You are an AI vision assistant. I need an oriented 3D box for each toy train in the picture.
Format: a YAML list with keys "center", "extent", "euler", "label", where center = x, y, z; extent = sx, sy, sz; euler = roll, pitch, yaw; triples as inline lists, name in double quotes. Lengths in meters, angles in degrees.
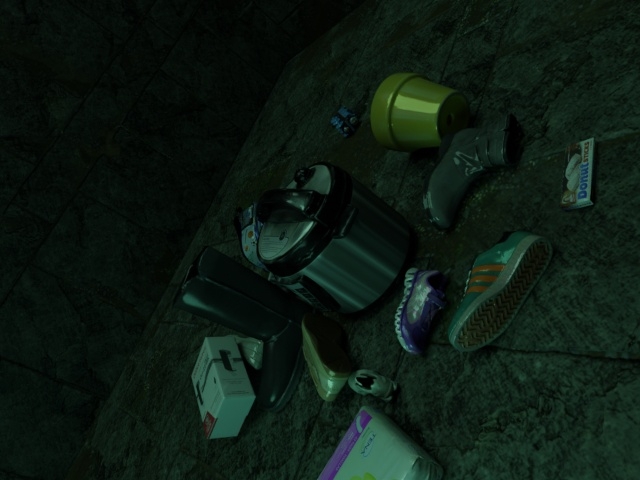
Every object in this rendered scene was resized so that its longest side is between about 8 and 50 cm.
- center: [0.114, -0.543, 2.236]
  extent: [0.105, 0.080, 0.184]
  euler: [-44, 28, 10]
  label: "toy train"

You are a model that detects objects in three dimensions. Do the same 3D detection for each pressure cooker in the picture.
- center: [0.012, -0.021, 1.435]
  extent: [0.370, 0.420, 0.375]
  euler: [-39, 32, 28]
  label: "pressure cooker"

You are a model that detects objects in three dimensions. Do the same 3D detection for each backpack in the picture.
- center: [-0.194, -0.012, 1.971]
  extent: [0.213, 0.276, 0.263]
  euler: [-32, 48, 41]
  label: "backpack"

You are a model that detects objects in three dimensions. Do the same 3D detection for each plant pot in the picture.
- center: [0.328, -0.399, 1.564]
  extent: [0.239, 0.254, 0.254]
  euler: [25, 81, 48]
  label: "plant pot"

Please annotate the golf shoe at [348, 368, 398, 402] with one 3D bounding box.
- center: [0.112, 0.349, 1.229]
  extent: [0.176, 0.086, 0.069]
  euler: [-10, 53, 57]
  label: "golf shoe"

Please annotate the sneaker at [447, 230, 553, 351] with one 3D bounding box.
- center: [0.369, 0.105, 1.071]
  extent: [0.302, 0.108, 0.121]
  euler: [-49, 26, -5]
  label: "sneaker"

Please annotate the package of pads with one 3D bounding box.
- center: [0.099, 0.530, 1.027]
  extent: [0.296, 0.101, 0.229]
  euler: [-58, 27, -5]
  label: "package of pads"

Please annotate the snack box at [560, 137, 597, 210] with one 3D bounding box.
- center: [0.577, -0.148, 1.095]
  extent: [0.064, 0.022, 0.178]
  euler: [-17, 45, 49]
  label: "snack box"

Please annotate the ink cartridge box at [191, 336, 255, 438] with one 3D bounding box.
- center: [-0.332, 0.485, 1.646]
  extent: [0.273, 0.114, 0.197]
  euler: [56, 130, 48]
  label: "ink cartridge box"

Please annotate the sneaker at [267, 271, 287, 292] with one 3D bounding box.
- center: [-0.135, 0.068, 1.792]
  extent: [0.115, 0.105, 0.281]
  euler: [-87, 18, -65]
  label: "sneaker"

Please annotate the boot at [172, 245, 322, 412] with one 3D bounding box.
- center: [-0.244, 0.269, 1.497]
  extent: [0.146, 0.445, 0.367]
  euler: [-15, 47, 52]
  label: "boot"

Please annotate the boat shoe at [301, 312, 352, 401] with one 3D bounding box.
- center: [-0.001, 0.318, 1.406]
  extent: [0.341, 0.122, 0.110]
  euler: [-110, 35, -69]
  label: "boat shoe"

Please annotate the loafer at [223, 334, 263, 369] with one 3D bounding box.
- center: [-0.294, 0.412, 1.788]
  extent: [0.319, 0.112, 0.111]
  euler: [-14, 39, 52]
  label: "loafer"

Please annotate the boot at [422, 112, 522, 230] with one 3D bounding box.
- center: [0.412, -0.193, 1.325]
  extent: [0.223, 0.118, 0.338]
  euler: [-9, 56, 48]
  label: "boot"

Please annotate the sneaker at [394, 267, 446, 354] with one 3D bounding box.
- center: [0.255, 0.163, 1.204]
  extent: [0.104, 0.095, 0.236]
  euler: [-16, 45, 41]
  label: "sneaker"
